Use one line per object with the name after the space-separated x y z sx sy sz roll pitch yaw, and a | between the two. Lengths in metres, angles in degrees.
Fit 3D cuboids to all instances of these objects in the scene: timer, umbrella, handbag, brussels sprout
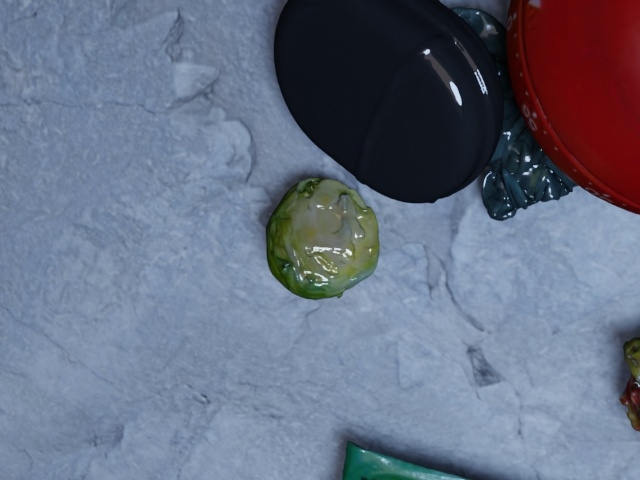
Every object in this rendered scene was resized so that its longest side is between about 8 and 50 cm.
0.375 -0.205 0.758 0.377 0.279 0.378 0 91 -5 | timer
0.180 -0.187 0.938 0.143 0.094 0.349 -34 91 15 | umbrella
0.069 -0.174 0.908 0.308 0.093 0.254 41 142 17 | handbag
-0.003 0.003 1.018 0.149 0.122 0.152 41 74 -5 | brussels sprout

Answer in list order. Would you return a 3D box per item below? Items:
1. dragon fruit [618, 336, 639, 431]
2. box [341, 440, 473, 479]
0.482 0.185 0.934 0.282 0.147 0.211 24 99 5 | dragon fruit
0.182 0.418 1.075 0.336 0.106 0.264 13 106 10 | box
